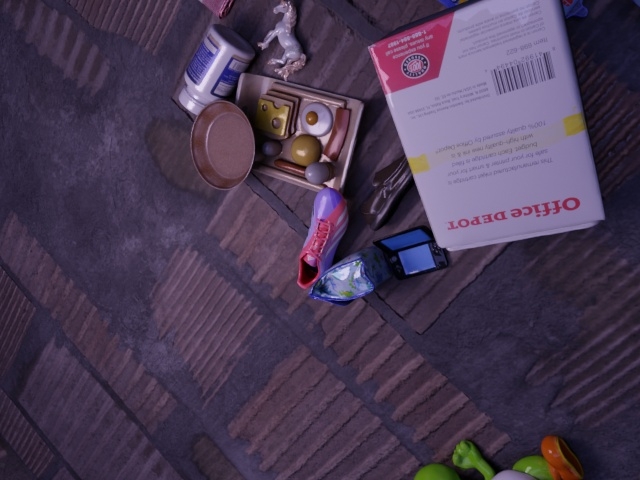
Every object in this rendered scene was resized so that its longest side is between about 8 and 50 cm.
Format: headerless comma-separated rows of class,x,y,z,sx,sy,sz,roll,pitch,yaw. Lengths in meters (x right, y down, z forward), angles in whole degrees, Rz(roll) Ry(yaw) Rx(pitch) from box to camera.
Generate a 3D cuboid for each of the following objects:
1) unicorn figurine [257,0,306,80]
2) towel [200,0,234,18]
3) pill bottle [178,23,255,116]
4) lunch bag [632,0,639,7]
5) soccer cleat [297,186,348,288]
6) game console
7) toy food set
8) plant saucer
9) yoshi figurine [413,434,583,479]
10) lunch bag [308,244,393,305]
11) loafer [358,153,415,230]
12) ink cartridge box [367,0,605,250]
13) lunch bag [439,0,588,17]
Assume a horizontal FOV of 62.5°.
unicorn figurine,-0.081,-0.438,1.138,0.111,0.060,0.162,-28,104,23
towel,-0.275,-0.696,1.184,0.329,0.037,0.237,45,119,13
pill bottle,-0.241,-0.379,1.196,0.112,0.112,0.186,47,117,10
lunch bag,0.522,-0.470,0.772,0.176,0.090,0.219,-24,91,-2
soccer cleat,0.000,0.000,1.135,0.083,0.095,0.248,25,133,12
game console,0.187,0.028,1.098,0.122,0.071,0.107,-18,93,30
toy food set,-0.063,-0.225,1.153,0.306,0.092,0.219,21,111,21
plant saucer,-0.213,-0.214,1.194,0.199,0.036,0.198,7,103,34
yoshi figurine,0.337,0.518,1.083,0.362,0.204,0.203,-33,70,31
lunch bag,0.063,0.081,1.141,0.151,0.129,0.096,-20,92,28
loafer,0.144,-0.121,1.079,0.078,0.080,0.220,39,116,13
ink cartridge box,0.288,-0.201,0.890,0.279,0.160,0.384,-11,113,29
lunch bag,0.327,-0.464,0.898,0.293,0.138,0.221,37,116,1
